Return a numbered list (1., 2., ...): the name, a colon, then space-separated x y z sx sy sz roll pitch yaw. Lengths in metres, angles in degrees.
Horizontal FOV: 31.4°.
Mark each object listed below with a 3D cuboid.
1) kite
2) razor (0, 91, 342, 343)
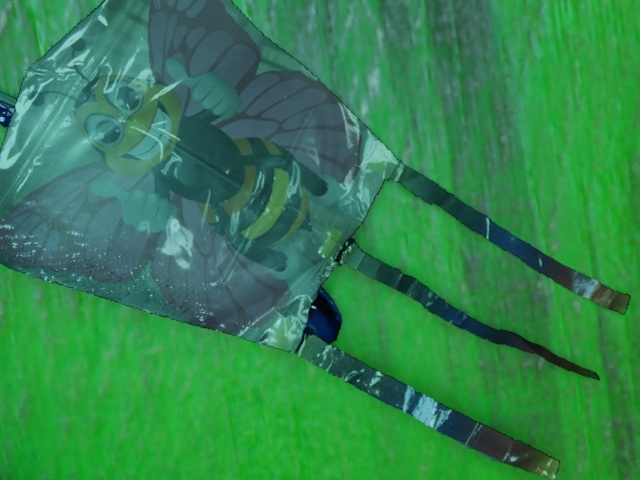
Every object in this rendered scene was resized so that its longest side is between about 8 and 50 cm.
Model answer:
1. kite: -0.001 0.001 0.626 0.360 0.022 0.204 32 68 -8
2. razor: -0.128 -0.031 0.633 0.324 0.093 0.056 26 59 -8
